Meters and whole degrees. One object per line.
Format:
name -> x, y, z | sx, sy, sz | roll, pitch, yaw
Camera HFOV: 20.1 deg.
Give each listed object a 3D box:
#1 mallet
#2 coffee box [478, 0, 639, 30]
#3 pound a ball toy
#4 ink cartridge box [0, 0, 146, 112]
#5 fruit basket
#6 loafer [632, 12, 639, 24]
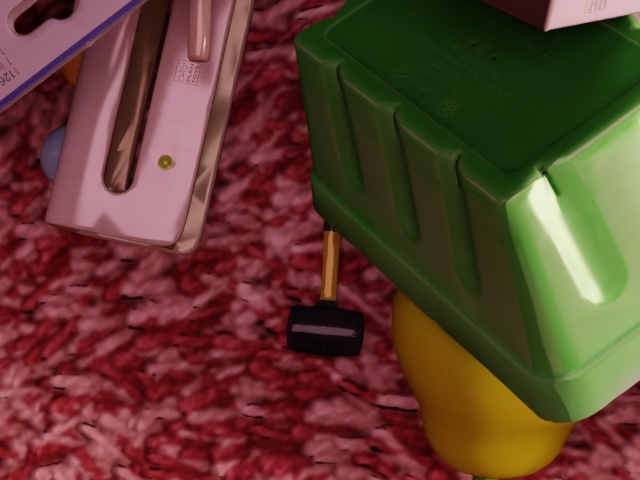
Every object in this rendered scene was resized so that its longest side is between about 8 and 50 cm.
mallet -> 0.000, 0.000, 1.452 | 0.062, 0.039, 0.189 | -3, 82, 0
coffee box -> 0.200, -0.242, 1.230 | 0.168, 0.297, 0.118 | 32, 125, 38
pound a ball toy -> -0.136, -0.160, 1.382 | 0.136, 0.208, 0.319 | 12, 87, 4
ink cartridge box -> -0.245, -0.266, 1.287 | 0.304, 0.072, 0.307 | -35, 93, 13
fruit basket -> 0.160, 0.002, 1.325 | 0.283, 0.392, 0.392 | -36, 85, -9
loafer -> 0.352, -0.237, 1.414 | 0.319, 0.112, 0.111 | -34, 90, 8
